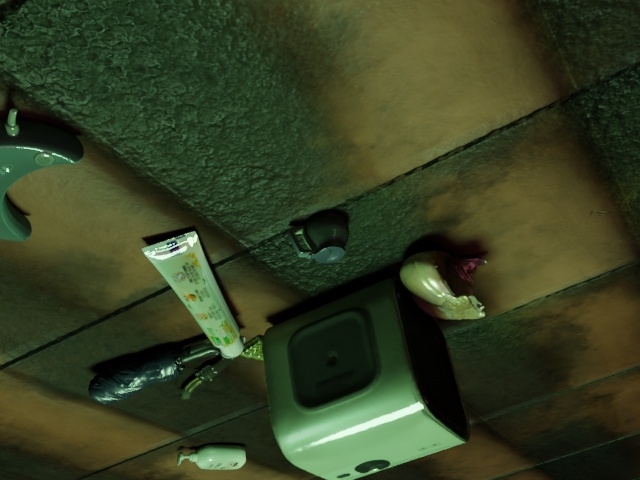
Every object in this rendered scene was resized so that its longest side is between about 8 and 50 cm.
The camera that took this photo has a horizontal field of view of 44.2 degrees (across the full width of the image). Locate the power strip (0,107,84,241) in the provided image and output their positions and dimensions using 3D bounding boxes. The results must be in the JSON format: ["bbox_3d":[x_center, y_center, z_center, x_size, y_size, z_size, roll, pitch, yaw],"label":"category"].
[{"bbox_3d":[-0.365,-0.079,0.910,0.137,0.044,0.216,15,139,-32],"label":"power strip"}]

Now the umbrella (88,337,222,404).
[{"bbox_3d":[-0.284,0.215,1.359,0.248,0.071,0.071,-26,144,10],"label":"umbrella"}]

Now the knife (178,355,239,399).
[{"bbox_3d":[-0.199,0.235,1.432,0.045,0.021,0.222,24,132,-20],"label":"knife"}]

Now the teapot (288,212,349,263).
[{"bbox_3d":[0.000,0.000,1.114,0.088,0.057,0.066,-2,144,-14],"label":"teapot"}]

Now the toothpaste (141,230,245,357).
[{"bbox_3d":[-0.179,0.092,1.207,0.056,0.058,0.314,22,151,27],"label":"toothpaste"}]

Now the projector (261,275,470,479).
[{"bbox_3d":[0.077,0.235,1.307,0.249,0.248,0.248,-24,143,19],"label":"projector"}]

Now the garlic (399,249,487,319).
[{"bbox_3d":[0.193,0.067,1.246,0.124,0.099,0.174,-8,147,31],"label":"garlic"}]

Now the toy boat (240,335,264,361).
[{"bbox_3d":[-0.087,0.203,1.422,0.115,0.016,0.063,23,134,-40],"label":"toy boat"}]

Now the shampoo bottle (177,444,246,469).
[{"bbox_3d":[-0.246,0.484,1.763,0.152,0.045,0.077,12,140,-29],"label":"shampoo bottle"}]
